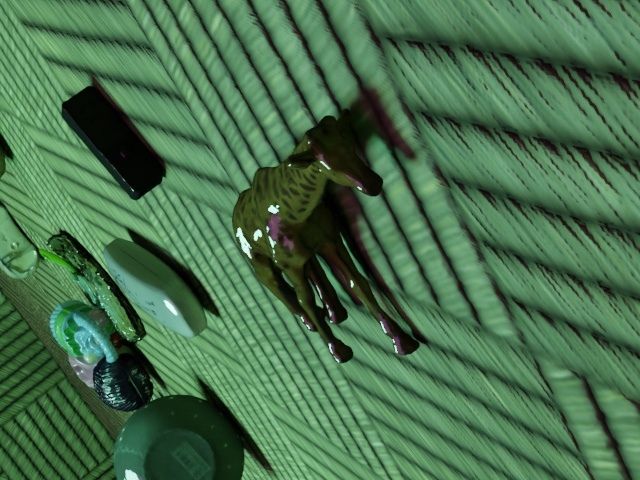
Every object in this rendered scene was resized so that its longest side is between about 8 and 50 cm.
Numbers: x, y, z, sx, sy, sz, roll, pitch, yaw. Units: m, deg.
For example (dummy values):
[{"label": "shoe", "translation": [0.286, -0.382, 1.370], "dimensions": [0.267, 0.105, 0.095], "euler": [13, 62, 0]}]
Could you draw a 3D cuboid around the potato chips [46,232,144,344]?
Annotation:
[{"label": "potato chips", "translation": [-0.345, 0.069, 1.812], "dimensions": [0.220, 0.029, 0.202], "euler": [44, 161, 15]}]

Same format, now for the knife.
[{"label": "knife", "translation": [-0.423, 0.050, 1.966], "dimensions": [0.166, 0.022, 0.078], "euler": [33, 158, 45]}]

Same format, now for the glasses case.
[{"label": "glasses case", "translation": [-0.188, 0.052, 1.329], "dimensions": [0.197, 0.049, 0.076], "euler": [29, 152, 51]}]

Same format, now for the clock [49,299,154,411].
[{"label": "clock", "translation": [-0.372, 0.199, 2.016], "dimensions": [0.195, 0.100, 0.194], "euler": [22, 145, 56]}]

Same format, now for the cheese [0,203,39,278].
[{"label": "cheese", "translation": [-0.626, -0.010, 2.280], "dimensions": [0.163, 0.071, 0.249], "euler": [60, 161, -22]}]

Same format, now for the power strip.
[{"label": "power strip", "translation": [-0.188, -0.089, 1.068], "dimensions": [0.111, 0.038, 0.029], "euler": [49, 162, 5]}]

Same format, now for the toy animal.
[{"label": "toy animal", "translation": [-0.007, -0.006, 0.754], "dimensions": [0.149, 0.054, 0.275], "euler": [39, 158, 29]}]

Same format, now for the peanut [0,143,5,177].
[{"label": "peanut", "translation": [-0.513, -0.136, 1.679], "dimensions": [0.123, 0.123, 0.257], "euler": [48, 158, 10]}]

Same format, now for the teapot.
[{"label": "teapot", "translation": [-0.207, 0.307, 1.725], "dimensions": [0.183, 0.183, 0.251], "euler": [53, 175, -4]}]

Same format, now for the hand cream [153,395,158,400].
[{"label": "hand cream", "translation": [-0.236, 0.383, 2.097], "dimensions": [0.248, 0.083, 0.133], "euler": [49, 164, 40]}]
